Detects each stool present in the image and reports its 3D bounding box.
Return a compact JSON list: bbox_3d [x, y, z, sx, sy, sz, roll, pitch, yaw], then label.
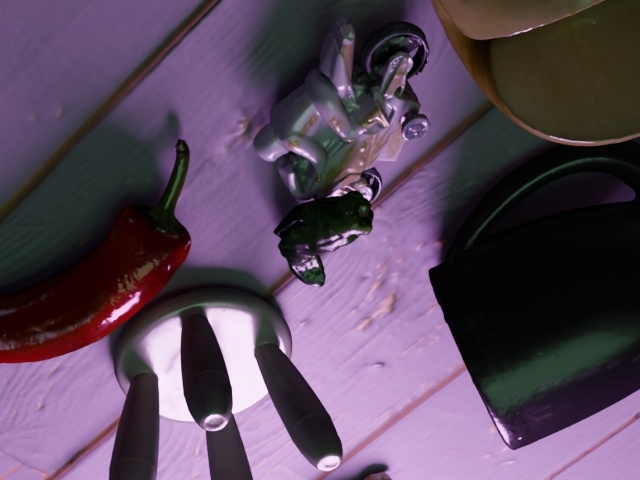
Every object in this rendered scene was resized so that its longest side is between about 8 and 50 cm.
[{"bbox_3d":[-0.112,0.179,1.109,0.195,0.198,0.195,28,118,-31],"label":"stool"}]

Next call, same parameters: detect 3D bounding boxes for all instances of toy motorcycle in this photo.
[{"bbox_3d":[0.014,-0.107,0.989,0.151,0.074,0.228,-3,139,-20],"label":"toy motorcycle"}]

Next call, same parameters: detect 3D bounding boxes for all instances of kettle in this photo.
[{"bbox_3d":[0.269,0.039,1.106,0.290,0.207,0.268,-26,93,10],"label":"kettle"}]

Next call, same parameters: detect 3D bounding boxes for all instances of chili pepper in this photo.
[{"bbox_3d":[-0.007,0.000,1.046,0.073,0.050,0.182,8,160,-14],"label":"chili pepper"},{"bbox_3d":[-0.255,0.047,1.032,0.369,0.092,0.137,-29,119,5],"label":"chili pepper"}]

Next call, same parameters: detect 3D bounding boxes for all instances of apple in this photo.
[{"bbox_3d":[0.206,-0.222,0.808,0.254,0.292,0.292,-33,130,4],"label":"apple"}]

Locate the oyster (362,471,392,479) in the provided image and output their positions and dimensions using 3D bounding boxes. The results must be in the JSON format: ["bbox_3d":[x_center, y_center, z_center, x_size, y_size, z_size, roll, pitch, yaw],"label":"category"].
[{"bbox_3d":[0.045,0.383,1.415,0.163,0.081,0.191,17,110,-56],"label":"oyster"}]
